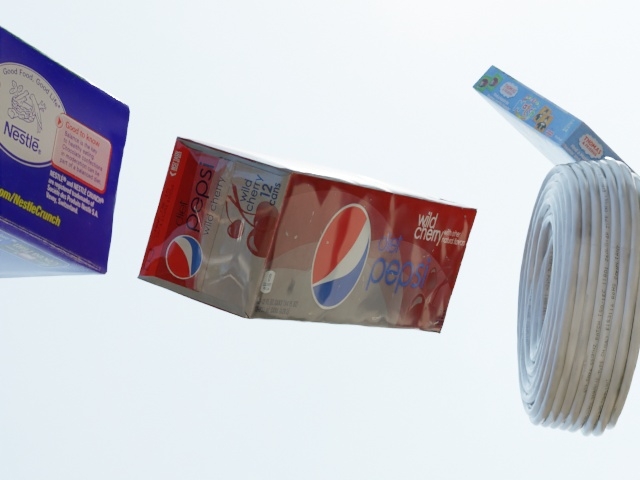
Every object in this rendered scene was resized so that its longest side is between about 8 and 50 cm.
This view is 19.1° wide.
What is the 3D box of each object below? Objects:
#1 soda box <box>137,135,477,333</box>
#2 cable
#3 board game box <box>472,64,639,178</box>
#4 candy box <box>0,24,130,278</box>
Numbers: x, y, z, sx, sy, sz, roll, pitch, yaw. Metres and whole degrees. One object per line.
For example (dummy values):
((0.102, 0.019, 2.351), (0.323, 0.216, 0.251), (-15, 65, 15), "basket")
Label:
((0.000, 0.000, 1.178), (0.263, 0.083, 0.092), (9, -82, -62), "soda box")
((0.240, 0.049, 1.748), (0.257, 0.089, 0.257), (100, 177, -71), "cable")
((0.260, -0.095, 1.967), (0.160, 0.211, 0.039), (40, -87, -29), "board game box")
((-0.319, -0.065, 1.124), (0.268, 0.317, 0.122), (33, -120, -54), "candy box")
